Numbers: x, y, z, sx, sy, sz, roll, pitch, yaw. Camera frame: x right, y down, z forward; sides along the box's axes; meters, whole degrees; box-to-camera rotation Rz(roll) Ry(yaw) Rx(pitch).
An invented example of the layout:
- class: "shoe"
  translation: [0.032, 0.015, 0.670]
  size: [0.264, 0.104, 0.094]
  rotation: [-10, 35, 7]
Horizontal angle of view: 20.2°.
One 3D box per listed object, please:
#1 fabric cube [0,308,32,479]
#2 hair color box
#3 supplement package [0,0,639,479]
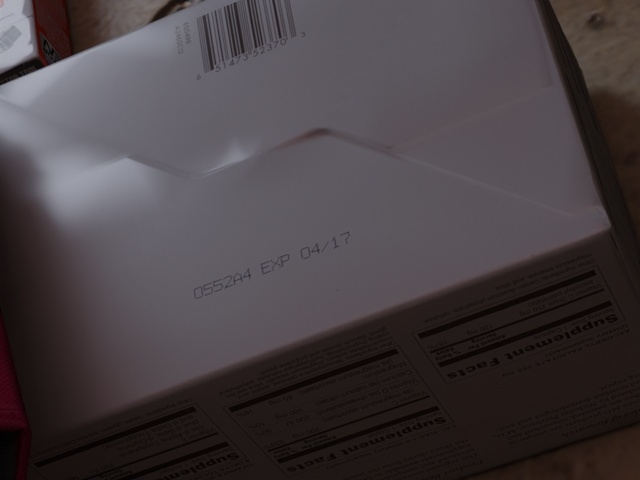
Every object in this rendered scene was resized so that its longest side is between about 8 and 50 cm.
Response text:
- class: "fabric cube"
  translation: [-0.279, 0.079, 0.742]
  size: [0.259, 0.254, 0.258]
  rotation: [-1, 41, -22]
- class: "hair color box"
  translation: [-0.201, -0.132, 1.061]
  size: [0.093, 0.053, 0.167]
  rotation: [-23, 48, 11]
- class: "supplement package"
  translation: [0.000, 0.000, 0.799]
  size: [0.262, 0.145, 0.204]
  rotation: [-20, 51, 12]
